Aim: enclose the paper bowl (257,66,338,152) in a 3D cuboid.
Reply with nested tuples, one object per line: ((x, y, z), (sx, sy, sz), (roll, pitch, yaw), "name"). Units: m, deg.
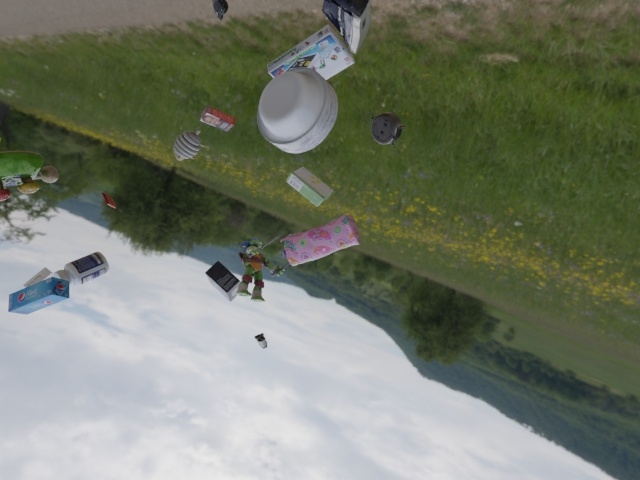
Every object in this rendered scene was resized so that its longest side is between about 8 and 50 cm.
((-0.094, -0.454, 1.563), (0.284, 0.284, 0.148), (19, 178, 34), "paper bowl")

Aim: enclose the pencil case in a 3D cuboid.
((0.000, 0.000, 1.668), (0.284, 0.124, 0.124), (-19, 167, 14), "pencil case")

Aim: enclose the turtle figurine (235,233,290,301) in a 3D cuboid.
((-0.232, 0.110, 1.886), (0.275, 0.266, 0.198), (8, 161, 5), "turtle figurine")

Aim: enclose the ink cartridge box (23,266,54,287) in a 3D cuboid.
((-1.211, 0.194, 2.006), (0.067, 0.115, 0.198), (37, 151, 5), "ink cartridge box")

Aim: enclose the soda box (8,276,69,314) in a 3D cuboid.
((-0.978, 0.194, 1.592), (0.210, 0.067, 0.071), (-19, 156, 17), "soda box")

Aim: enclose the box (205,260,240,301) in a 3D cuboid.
((-0.481, 0.206, 2.295), (0.158, 0.093, 0.156), (40, 159, 14), "box")

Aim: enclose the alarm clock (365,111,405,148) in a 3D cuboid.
((0.258, -0.480, 1.922), (0.064, 0.129, 0.192), (-21, -125, -43), "alarm clock")

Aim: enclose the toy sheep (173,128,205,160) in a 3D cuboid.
((-0.438, -0.319, 1.519), (0.091, 0.132, 0.091), (37, -164, -13), "toy sheep")

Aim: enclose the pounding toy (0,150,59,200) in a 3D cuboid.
((-0.880, -0.169, 1.327), (0.183, 0.110, 0.237), (-17, 178, -7), "pounding toy")

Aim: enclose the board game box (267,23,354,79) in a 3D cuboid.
((-0.040, -0.722, 1.874), (0.305, 0.053, 0.193), (-23, 150, 25), "board game box")

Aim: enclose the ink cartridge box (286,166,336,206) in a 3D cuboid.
((-0.023, -0.244, 1.950), (0.171, 0.056, 0.235), (39, -148, 5), "ink cartridge box")

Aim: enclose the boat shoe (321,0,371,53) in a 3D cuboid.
((0.095, -0.825, 1.705), (0.158, 0.127, 0.340), (28, 178, 2), "boat shoe")

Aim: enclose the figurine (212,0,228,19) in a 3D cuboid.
((-0.392, -1.030, 1.818), (0.092, 0.214, 0.209), (18, 162, 18), "figurine")

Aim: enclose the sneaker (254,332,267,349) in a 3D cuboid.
((-0.234, 0.399, 1.814), (0.040, 0.043, 0.109), (-23, -169, -10), "sneaker")

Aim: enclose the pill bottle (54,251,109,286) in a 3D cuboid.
((-0.891, 0.114, 1.710), (0.094, 0.094, 0.169), (19, -147, 34), "pill bottle")

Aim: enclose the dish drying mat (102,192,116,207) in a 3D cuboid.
((-0.534, -0.101, 1.159), (0.008, 0.032, 0.083), (-24, -179, -13), "dish drying mat")

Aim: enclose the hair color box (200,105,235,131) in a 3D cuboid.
((-0.469, -0.554, 2.093), (0.141, 0.043, 0.072), (17, 151, -37), "hair color box")
